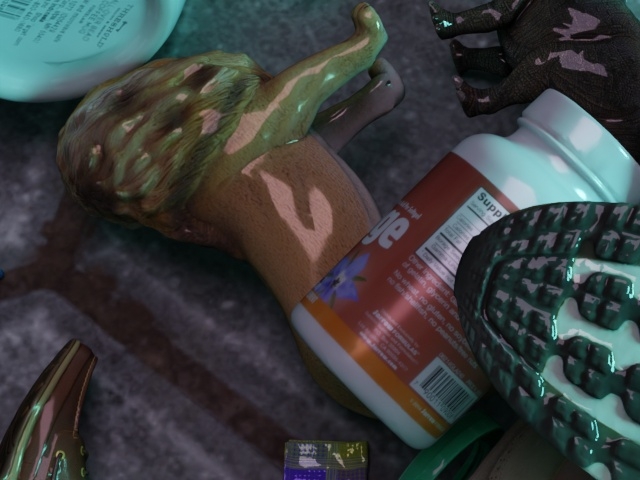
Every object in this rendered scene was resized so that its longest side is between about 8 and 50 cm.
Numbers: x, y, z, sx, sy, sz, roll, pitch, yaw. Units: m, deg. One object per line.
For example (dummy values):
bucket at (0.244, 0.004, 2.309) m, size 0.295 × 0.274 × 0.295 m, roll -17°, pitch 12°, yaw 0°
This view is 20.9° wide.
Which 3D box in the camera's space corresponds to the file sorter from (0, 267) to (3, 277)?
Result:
file sorter at (-0.338, 0.014, 1.233) m, size 0.170 × 0.104 × 0.118 m, roll -38°, pitch 63°, yaw -16°

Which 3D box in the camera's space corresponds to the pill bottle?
pill bottle at (0.095, 0.014, 1.063) m, size 0.216 × 0.121 × 0.121 m, roll -45°, pitch 64°, yaw -1°

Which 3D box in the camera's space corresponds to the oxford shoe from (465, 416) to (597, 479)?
oxford shoe at (0.081, 0.270, 1.045) m, size 0.397 × 0.140 × 0.146 m, roll -51°, pitch 28°, yaw -12°

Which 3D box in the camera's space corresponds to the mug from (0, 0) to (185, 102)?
mug at (-0.261, -0.252, 1.308) m, size 0.374 × 0.276 × 0.328 m, roll -35°, pitch 54°, yaw 23°

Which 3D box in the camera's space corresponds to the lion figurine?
lion figurine at (0.000, 0.000, 1.188) m, size 0.240 × 0.142 × 0.392 m, roll -36°, pitch 66°, yaw -6°

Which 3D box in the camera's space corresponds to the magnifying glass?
magnifying glass at (0.034, 0.199, 1.102) m, size 0.026 × 0.092 × 0.231 m, roll 38°, pitch 80°, yaw 25°

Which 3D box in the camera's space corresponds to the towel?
towel at (0.002, 0.171, 1.157) m, size 0.060 × 0.009 × 0.083 m, roll 1°, pitch 60°, yaw 8°

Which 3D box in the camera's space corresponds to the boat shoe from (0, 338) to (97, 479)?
boat shoe at (-0.187, 0.152, 1.166) m, size 0.060 × 0.064 × 0.178 m, roll 27°, pitch 63°, yaw -14°

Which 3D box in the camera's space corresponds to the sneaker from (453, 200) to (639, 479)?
sneaker at (0.258, 0.089, 1.002) m, size 0.410 × 0.182 × 0.158 m, roll 21°, pitch 90°, yaw -9°

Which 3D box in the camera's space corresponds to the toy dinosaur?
toy dinosaur at (0.177, -0.129, 1.253) m, size 0.160 × 0.121 × 0.313 m, roll -20°, pitch 54°, yaw 10°
